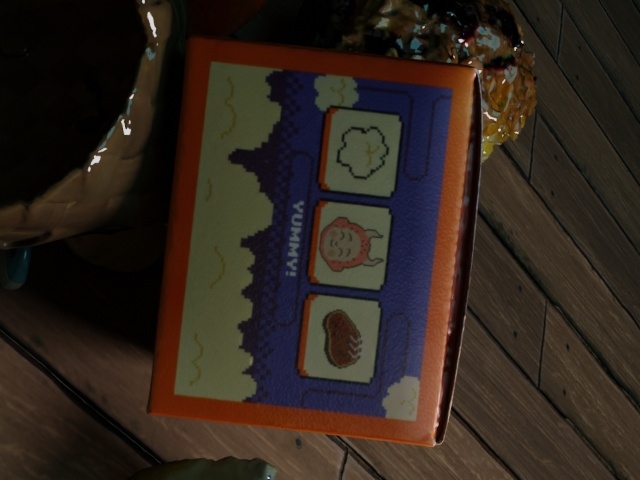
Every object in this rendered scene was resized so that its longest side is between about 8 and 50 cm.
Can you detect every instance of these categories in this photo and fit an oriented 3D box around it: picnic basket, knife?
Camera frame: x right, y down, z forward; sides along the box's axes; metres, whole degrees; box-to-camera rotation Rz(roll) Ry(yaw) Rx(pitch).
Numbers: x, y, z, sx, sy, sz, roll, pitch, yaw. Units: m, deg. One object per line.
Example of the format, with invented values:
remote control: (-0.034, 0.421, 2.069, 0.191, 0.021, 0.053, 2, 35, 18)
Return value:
picnic basket: (-0.267, -0.176, 1.008, 0.337, 0.293, 0.337, -7, 90, -79)
knife: (-0.280, -0.057, 1.159, 0.031, 0.064, 0.222, 13, 60, -33)

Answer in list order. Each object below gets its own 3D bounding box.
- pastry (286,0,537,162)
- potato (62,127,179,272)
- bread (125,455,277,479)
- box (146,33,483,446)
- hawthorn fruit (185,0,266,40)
pastry: (0.103, -0.218, 1.609, 0.337, 0.292, 0.405, 56, 44, -4)
potato: (-0.190, -0.120, 1.289, 0.239, 0.116, 0.299, 23, 57, -55)
bread: (-0.071, 0.389, 1.066, 0.239, 0.264, 0.395, 54, 35, -31)
box: (0.000, 0.000, 1.161, 0.349, 0.256, 0.319, 108, -13, -89)
hawthorn fruit: (-0.142, -0.302, 1.406, 0.225, 0.196, 0.197, 78, 15, -55)
